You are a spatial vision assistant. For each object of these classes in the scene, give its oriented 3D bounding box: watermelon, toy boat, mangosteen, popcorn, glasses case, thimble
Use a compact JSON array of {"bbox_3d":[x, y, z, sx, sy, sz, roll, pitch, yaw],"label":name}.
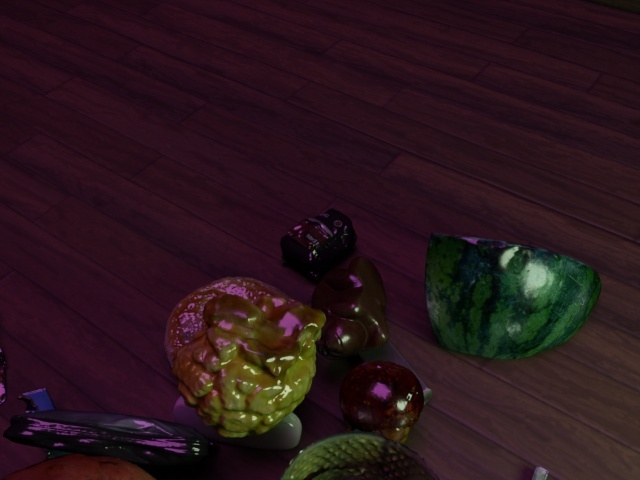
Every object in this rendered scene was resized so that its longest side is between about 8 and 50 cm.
[{"bbox_3d":[0.366,0.130,1.366,0.292,0.319,0.222,14,83,26],"label":"watermelon"},{"bbox_3d":[-0.496,0.353,1.262,0.077,0.075,0.185,-27,55,-23],"label":"toy boat"},{"bbox_3d":[0.111,0.298,1.217,0.146,0.181,0.156,-14,4,-4],"label":"mangosteen"},{"bbox_3d":[-0.107,0.191,1.162,0.251,0.237,0.206,-49,33,6],"label":"popcorn"},{"bbox_3d":[-0.148,0.322,1.252,0.233,0.092,0.059,6,40,12],"label":"glasses case"},{"bbox_3d":[0.054,0.443,1.059,0.271,0.150,0.270,1,48,-1],"label":"thimble"},{"bbox_3d":[0.130,0.243,1.339,0.072,0.042,0.190,-31,51,-12],"label":"glasses case"}]

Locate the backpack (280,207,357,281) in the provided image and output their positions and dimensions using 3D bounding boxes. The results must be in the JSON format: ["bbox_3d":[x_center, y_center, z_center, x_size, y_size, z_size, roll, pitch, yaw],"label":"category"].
[{"bbox_3d":[-0.001,-0.002,1.543,0.120,0.106,0.165,28,57,33],"label":"backpack"}]

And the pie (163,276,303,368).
[{"bbox_3d":[-0.161,0.183,1.376,0.303,0.067,0.302,-2,46,2],"label":"pie"}]

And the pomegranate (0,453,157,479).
[{"bbox_3d":[-0.357,0.449,1.002,0.322,0.322,0.322,-2,46,3],"label":"pomegranate"}]

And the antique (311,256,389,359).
[{"bbox_3d":[0.045,0.137,1.359,0.143,0.121,0.257,-32,24,16],"label":"antique"}]

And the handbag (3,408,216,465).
[{"bbox_3d":[-0.335,0.325,1.160,0.332,0.191,0.075,8,72,-9],"label":"handbag"}]

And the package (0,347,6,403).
[{"bbox_3d":[-0.739,0.235,1.412,0.194,0.071,0.269,-18,60,-9],"label":"package"}]

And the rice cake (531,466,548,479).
[{"bbox_3d":[0.348,0.427,1.156,0.022,0.021,0.121,12,48,30],"label":"rice cake"}]
